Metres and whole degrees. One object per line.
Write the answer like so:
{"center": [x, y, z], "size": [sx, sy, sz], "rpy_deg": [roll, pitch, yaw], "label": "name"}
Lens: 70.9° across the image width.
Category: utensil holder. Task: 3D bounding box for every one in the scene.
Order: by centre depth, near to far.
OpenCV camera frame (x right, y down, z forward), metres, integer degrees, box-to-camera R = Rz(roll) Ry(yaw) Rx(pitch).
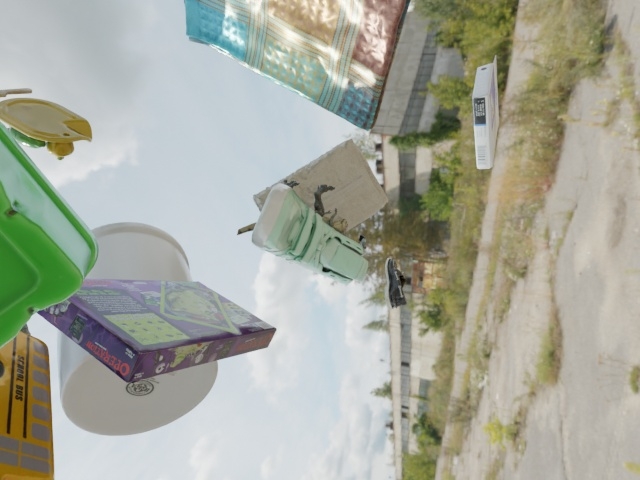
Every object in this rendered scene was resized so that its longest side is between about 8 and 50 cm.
{"center": [-0.435, 0.194, 1.044], "size": [0.385, 0.327, 0.328], "rpy_deg": [-127, 22, -47], "label": "utensil holder"}

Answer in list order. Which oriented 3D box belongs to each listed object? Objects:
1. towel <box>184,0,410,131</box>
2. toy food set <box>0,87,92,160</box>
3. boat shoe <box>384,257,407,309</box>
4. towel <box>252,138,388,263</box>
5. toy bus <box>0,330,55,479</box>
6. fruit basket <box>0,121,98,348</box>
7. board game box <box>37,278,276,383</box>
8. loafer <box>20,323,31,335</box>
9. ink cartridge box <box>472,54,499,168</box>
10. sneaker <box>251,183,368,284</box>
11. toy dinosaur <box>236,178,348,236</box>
{"center": [-0.059, -0.334, 0.622], "size": [0.040, 0.370, 0.272], "rpy_deg": [-50, -16, -31], "label": "towel"}
{"center": [-0.547, -0.216, 0.869], "size": [0.128, 0.217, 0.071], "rpy_deg": [-43, -21, -54], "label": "toy food set"}
{"center": [0.143, 0.077, 0.845], "size": [0.125, 0.038, 0.046], "rpy_deg": [-76, -32, -54], "label": "boat shoe"}
{"center": [0.003, -0.094, 1.051], "size": [0.187, 0.282, 0.049], "rpy_deg": [60, 175, -8], "label": "towel"}
{"center": [-0.418, 0.247, 0.558], "size": [0.108, 0.332, 0.130], "rpy_deg": [-44, -48, -2], "label": "toy bus"}
{"center": [-0.391, -0.043, 0.324], "size": [0.283, 0.392, 0.392], "rpy_deg": [-43, -36, -27], "label": "fruit basket"}
{"center": [-0.236, 0.124, 0.715], "size": [0.056, 0.208, 0.346], "rpy_deg": [-62, -22, 6], "label": "board game box"}
{"center": [-0.624, 0.264, 0.907], "size": [0.251, 0.094, 0.087], "rpy_deg": [59, 150, 32], "label": "loafer"}
{"center": [0.424, -0.328, 1.146], "size": [0.208, 0.045, 0.206], "rpy_deg": [-64, -35, -39], "label": "ink cartridge box"}
{"center": [0.000, 0.000, 0.639], "size": [0.094, 0.151, 0.256], "rpy_deg": [-66, -11, -3], "label": "sneaker"}
{"center": [-0.033, -0.060, 0.917], "size": [0.268, 0.064, 0.118], "rpy_deg": [2, -75, -33], "label": "toy dinosaur"}
